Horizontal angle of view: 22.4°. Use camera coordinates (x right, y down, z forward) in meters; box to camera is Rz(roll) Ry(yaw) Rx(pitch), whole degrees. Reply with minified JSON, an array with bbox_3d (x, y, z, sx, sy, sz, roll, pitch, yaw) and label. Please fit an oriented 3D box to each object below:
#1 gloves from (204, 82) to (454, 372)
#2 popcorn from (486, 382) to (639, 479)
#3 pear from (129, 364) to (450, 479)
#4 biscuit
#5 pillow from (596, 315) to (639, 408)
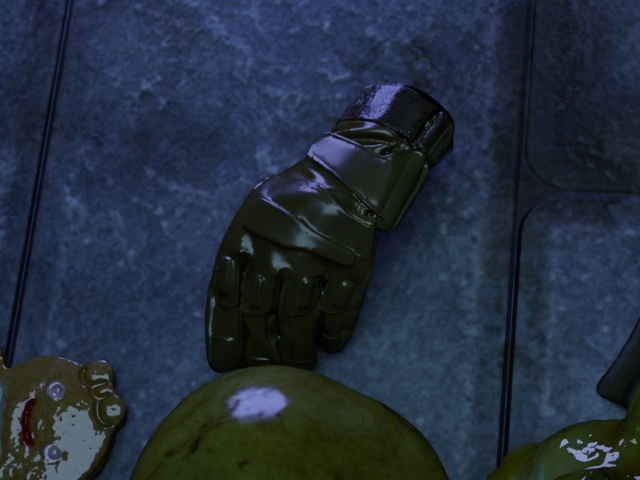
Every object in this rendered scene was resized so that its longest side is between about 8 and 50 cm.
[{"bbox_3d":[-0.001,-0.008,1.554,0.154,0.141,0.331,34,78,17],"label":"gloves"},{"bbox_3d":[0.286,0.242,1.349,0.321,0.290,0.326,2,93,-8],"label":"popcorn"},{"bbox_3d":[-0.023,0.255,1.387,0.304,0.304,0.304,-3,70,7],"label":"pear"},{"bbox_3d":[-0.312,0.186,1.586,0.249,0.035,0.184,-1,70,7],"label":"biscuit"},{"bbox_3d":[0.388,0.105,1.476,0.212,0.052,0.208,33,101,23],"label":"pillow"}]
